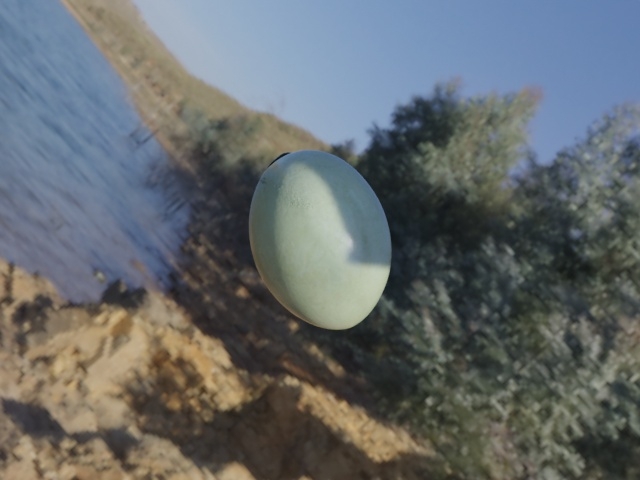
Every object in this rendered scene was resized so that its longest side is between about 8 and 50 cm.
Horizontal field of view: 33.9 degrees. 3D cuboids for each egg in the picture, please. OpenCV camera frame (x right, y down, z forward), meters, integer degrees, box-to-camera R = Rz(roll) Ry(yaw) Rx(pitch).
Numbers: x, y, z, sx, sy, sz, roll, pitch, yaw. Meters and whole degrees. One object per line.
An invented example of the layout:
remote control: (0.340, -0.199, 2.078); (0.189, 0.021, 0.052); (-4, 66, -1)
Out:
egg: (0.000, 0.000, 1.410); (0.186, 0.186, 0.253); (-143, -147, -80)
